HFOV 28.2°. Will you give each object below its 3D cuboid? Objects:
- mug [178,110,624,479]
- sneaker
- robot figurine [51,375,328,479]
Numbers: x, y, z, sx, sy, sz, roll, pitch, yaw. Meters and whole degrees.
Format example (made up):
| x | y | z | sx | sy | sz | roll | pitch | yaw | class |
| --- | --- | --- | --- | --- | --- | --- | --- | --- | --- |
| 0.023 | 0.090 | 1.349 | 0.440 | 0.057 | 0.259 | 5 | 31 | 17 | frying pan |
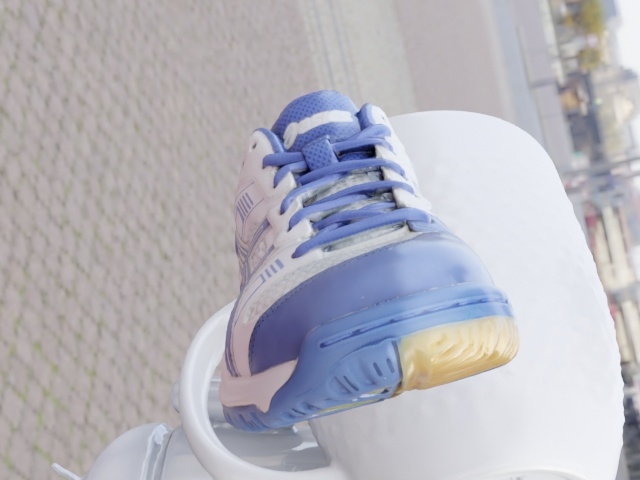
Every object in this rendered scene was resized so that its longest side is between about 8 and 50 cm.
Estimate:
| x | y | z | sx | sy | sz | roll | pitch | yaw | class |
| --- | --- | --- | --- | --- | --- | --- | --- | --- | --- |
| 0.065 | 0.107 | 1.077 | 0.276 | 0.374 | 0.328 | 81 | -2 | -48 | mug |
| 0.000 | 0.000 | 0.540 | 0.296 | 0.112 | 0.131 | 177 | -98 | -83 | sneaker |
| -0.084 | 0.277 | 1.234 | 0.200 | 0.353 | 0.300 | -34 | 124 | -85 | robot figurine |
